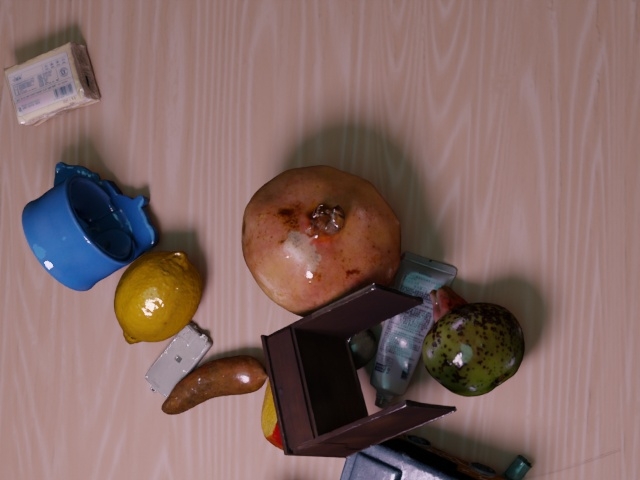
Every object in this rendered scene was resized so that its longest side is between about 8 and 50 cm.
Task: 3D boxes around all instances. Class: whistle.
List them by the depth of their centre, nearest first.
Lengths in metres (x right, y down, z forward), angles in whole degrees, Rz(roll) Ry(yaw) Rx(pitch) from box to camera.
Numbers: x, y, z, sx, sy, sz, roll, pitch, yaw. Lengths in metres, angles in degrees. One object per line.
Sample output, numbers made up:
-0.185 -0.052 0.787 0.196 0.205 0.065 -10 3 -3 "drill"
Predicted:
0.374 0.535 1.806 0.039 0.039 0.186 39 101 12 "whistle"

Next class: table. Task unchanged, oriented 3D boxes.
0.070 0.258 1.653 0.282 0.196 0.250 -29 59 29 "table"

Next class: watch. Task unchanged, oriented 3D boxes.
-0.544 -0.053 1.931 0.241 0.274 0.305 -33 88 14 "watch"

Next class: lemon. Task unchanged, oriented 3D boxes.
-0.369 0.128 1.931 0.188 0.188 0.256 38 104 12 "lemon"

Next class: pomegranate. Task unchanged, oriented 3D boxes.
0.298 0.194 1.749 0.214 0.214 0.247 -37 55 13 "pomegranate"
0.000 0.000 1.754 0.338 0.338 0.338 0 91 16 "pomegranate"

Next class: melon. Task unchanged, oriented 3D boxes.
0.061 0.236 1.857 0.131 0.098 0.098 -31 83 16 "melon"

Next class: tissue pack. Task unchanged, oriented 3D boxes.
-0.645 -0.372 2.048 0.196 0.092 0.148 -17 87 14 "tissue pack"

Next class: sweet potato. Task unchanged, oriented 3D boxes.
-0.247 0.326 1.954 0.292 0.097 0.097 -20 86 22 "sweet potato"

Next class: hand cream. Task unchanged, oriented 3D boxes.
0.184 0.201 1.848 0.124 0.078 0.340 19 88 14 "hand cream"

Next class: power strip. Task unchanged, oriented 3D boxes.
-0.334 0.282 2.002 0.081 0.035 0.192 41 101 12 "power strip"

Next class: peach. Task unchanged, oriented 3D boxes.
-0.056 0.357 1.848 0.190 0.190 0.192 -41 96 13 "peach"

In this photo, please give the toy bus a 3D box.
0.209 0.508 1.755 0.324 0.194 0.161 19 94 27 "toy bus"
